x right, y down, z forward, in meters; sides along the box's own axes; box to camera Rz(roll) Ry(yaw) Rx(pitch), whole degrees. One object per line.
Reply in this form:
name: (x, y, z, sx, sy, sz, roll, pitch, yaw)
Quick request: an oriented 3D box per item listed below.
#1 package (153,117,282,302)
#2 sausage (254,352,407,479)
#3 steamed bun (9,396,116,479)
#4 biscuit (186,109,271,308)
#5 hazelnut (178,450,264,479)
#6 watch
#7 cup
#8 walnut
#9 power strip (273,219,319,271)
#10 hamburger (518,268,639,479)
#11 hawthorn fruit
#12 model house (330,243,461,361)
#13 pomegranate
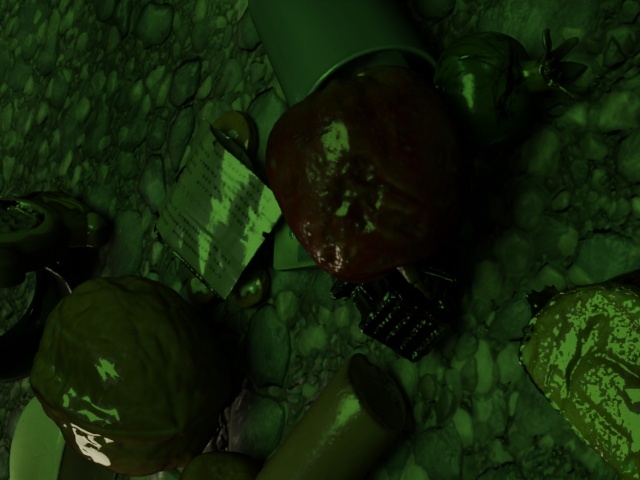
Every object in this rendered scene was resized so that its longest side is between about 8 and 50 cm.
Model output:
package: (-0.179, -0.053, 1.568, 0.251, 0.062, 0.203, 47, 114, 36)
sausage: (0.016, 0.286, 1.338, 0.253, 0.123, 0.123, -56, 50, 22)
steamed bun: (-0.465, 0.381, 1.757, 0.164, 0.146, 0.241, 12, 92, 41)
biscuit: (-0.164, -0.056, 1.627, 0.216, 0.047, 0.339, -3, 81, 42)
hazelnut: (-0.144, 0.396, 1.464, 0.150, 0.150, 0.150, -10, 75, 42)
watch: (-0.592, 0.097, 1.860, 0.314, 0.335, 0.326, 28, 120, 37)
cup: (0.023, -0.289, 1.376, 0.205, 0.205, 0.312, -45, 49, 28)
walnut: (-0.294, 0.219, 1.535, 0.344, 0.306, 0.306, 37, 107, 51)
power strip: (0.000, 0.000, 1.469, 0.192, 0.035, 0.081, -9, 76, 41)
hamburger: (0.360, 0.144, 1.033, 0.211, 0.132, 0.308, -51, 52, 24)
hawthorn fruit: (0.059, -0.080, 1.180, 0.258, 0.258, 0.261, -15, 64, 41)
model house: (0.122, 0.068, 1.291, 0.165, 0.106, 0.152, -53, 49, 28)
pomegranate: (0.234, -0.193, 1.221, 0.191, 0.131, 0.152, -6, 87, 31)
